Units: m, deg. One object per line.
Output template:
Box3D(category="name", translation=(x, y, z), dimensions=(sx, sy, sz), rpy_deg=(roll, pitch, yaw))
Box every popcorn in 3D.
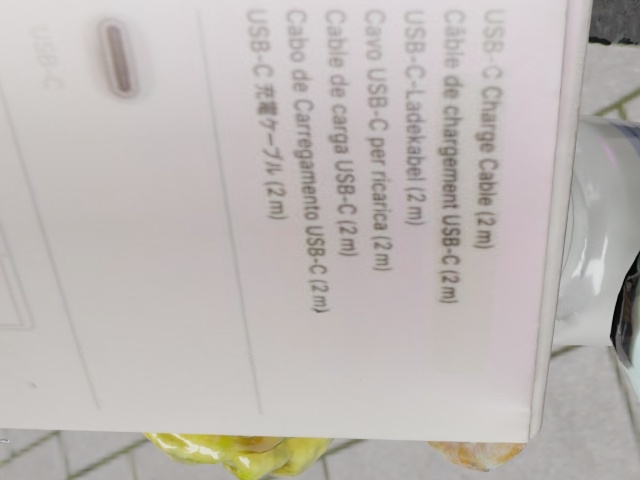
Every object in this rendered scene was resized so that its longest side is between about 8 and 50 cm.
Box3D(category="popcorn", translation=(-0.061, 0.102, 1.265), dimensions=(0.226, 0.203, 0.200), rpy_deg=(-34, 72, 15))

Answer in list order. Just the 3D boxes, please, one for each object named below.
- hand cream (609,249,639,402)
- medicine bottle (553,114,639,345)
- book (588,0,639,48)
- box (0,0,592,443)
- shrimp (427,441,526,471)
Box3D(category="hand cream", translation=(0.266, 0.031, 0.525), dimensions=(0.109, 0.321, 0.067), rpy_deg=(85, -173, -74))
Box3D(category="medicine bottle", translation=(0.133, -0.003, 0.664), dimensions=(0.103, 0.187, 0.102), rpy_deg=(-12, 76, 58))
Box3D(category="book", translation=(0.136, -0.258, 0.572), dimensions=(0.028, 0.262, 0.374), rpy_deg=(24, 109, 37))
Box3D(category="box", translation=(-0.055, -0.035, 0.426), dimensions=(0.203, 0.252, 0.106), rpy_deg=(85, -171, -48))
Box3D(category="shrimp", translation=(0.128, 0.075, 1.468), dimensions=(0.164, 0.062, 0.317), rpy_deg=(-22, 83, 36))
